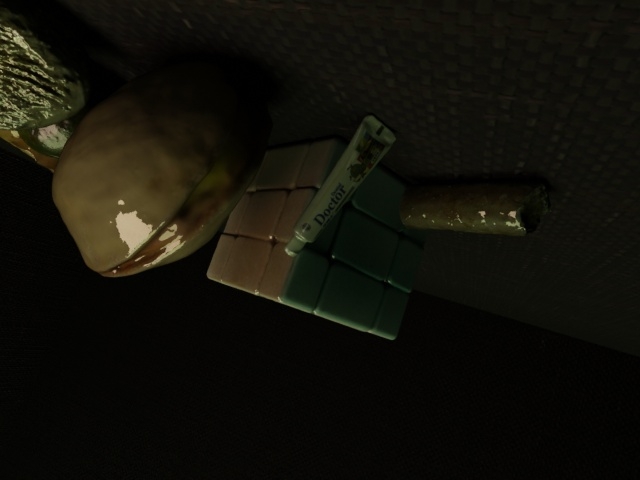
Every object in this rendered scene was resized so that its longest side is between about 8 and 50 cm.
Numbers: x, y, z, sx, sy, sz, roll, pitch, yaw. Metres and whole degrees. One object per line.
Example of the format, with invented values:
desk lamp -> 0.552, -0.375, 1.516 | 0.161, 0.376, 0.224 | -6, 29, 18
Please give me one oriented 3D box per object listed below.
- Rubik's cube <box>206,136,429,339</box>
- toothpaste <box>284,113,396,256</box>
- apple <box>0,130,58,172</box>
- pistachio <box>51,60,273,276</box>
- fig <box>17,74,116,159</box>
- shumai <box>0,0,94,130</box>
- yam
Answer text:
Rubik's cube -> 0.000, 0.000, 0.958 | 0.322, 0.315, 0.319 | 24, 170, -36
toothpaste -> 0.022, -0.077, 0.700 | 0.067, 0.255, 0.037 | 29, -165, -31
apple -> -0.734, -0.315, 1.078 | 0.251, 0.163, 0.293 | 25, 165, 44
pistachio -> -0.266, -0.113, 0.746 | 0.446, 0.364, 0.282 | -22, 139, 34
fig -> -0.472, -0.243, 0.907 | 0.196, 0.195, 0.245 | 12, 178, 39
shumai -> -0.500, -0.313, 0.713 | 0.261, 0.221, 0.225 | -1, 135, -10
yam -> 0.259, -0.057, 0.776 | 0.093, 0.093, 0.259 | 26, 169, -36
